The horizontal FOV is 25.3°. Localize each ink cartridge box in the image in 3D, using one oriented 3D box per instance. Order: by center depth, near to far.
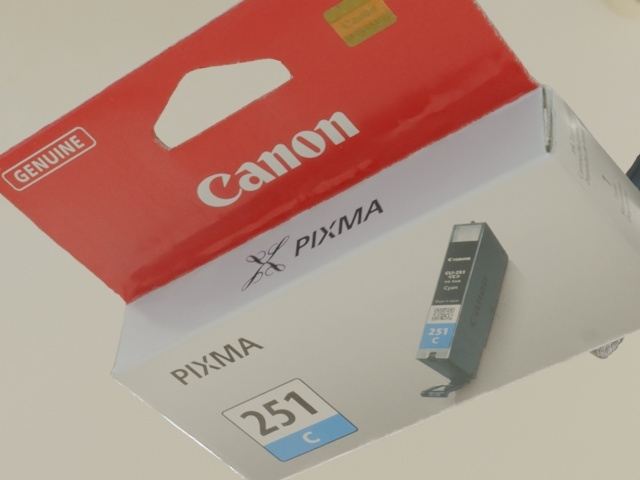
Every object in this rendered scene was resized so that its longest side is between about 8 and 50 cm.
[{"bbox_3d":[0.000,0.000,0.769,0.296,0.066,0.261,-28,-54,27],"label":"ink cartridge box"}]

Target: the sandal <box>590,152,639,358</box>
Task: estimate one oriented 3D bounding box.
[{"bbox_3d":[0.323,-0.099,1.018,0.107,0.167,0.446,30,-95,21],"label":"sandal"}]
